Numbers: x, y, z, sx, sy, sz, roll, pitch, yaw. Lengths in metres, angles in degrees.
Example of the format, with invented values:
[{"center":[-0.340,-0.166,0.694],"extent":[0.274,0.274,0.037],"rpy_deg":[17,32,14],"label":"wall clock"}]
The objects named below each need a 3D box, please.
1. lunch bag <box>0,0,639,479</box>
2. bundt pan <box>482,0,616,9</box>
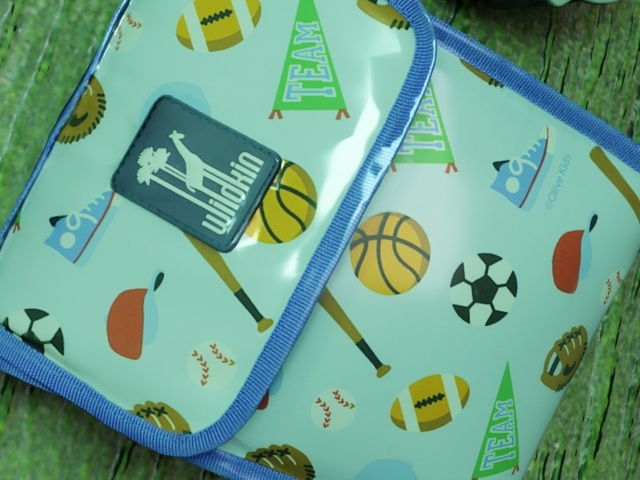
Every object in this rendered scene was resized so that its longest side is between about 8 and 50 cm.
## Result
[{"center":[0.000,0.000,0.722],"extent":[0.385,0.239,0.328],"rpy_deg":[29,89,-20],"label":"lunch bag"},{"center":[0.169,-0.351,0.923],"extent":[0.331,0.124,0.331],"rpy_deg":[2,85,-28],"label":"bundt pan"}]
